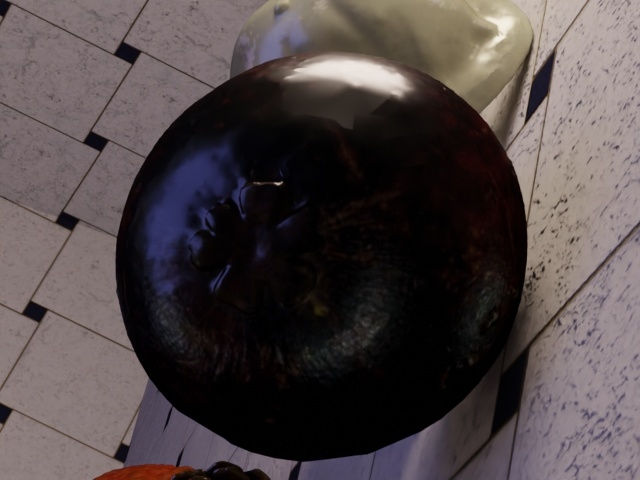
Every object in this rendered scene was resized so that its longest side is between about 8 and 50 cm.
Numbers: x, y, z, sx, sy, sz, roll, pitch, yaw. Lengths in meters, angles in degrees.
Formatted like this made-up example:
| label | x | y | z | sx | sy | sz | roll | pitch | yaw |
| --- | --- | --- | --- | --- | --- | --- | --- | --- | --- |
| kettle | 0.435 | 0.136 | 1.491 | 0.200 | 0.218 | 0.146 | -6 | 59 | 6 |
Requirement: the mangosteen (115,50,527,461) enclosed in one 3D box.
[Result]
| label | x | y | z | sx | sy | sz | roll | pitch | yaw |
| --- | --- | --- | --- | --- | --- | --- | --- | --- | --- |
| mangosteen | 0.008 | 0.012 | 1.289 | 0.330 | 0.330 | 0.330 | -160 | 90 | -82 |

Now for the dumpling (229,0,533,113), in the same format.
| label | x | y | z | sx | sy | sz | roll | pitch | yaw |
| --- | --- | --- | --- | --- | --- | --- | --- | --- | --- |
| dumpling | 0.027 | -0.133 | 1.542 | 0.318 | 0.187 | 0.243 | -18 | 39 | 26 |

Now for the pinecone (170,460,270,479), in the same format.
| label | x | y | z | sx | sy | sz | roll | pitch | yaw |
| --- | --- | --- | --- | --- | --- | --- | --- | --- | --- |
| pinecone | -0.106 | 0.317 | 1.740 | 0.212 | 0.168 | 0.186 | 81 | -167 | -80 |

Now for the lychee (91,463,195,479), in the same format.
| label | x | y | z | sx | sy | sz | roll | pitch | yaw |
| --- | --- | --- | --- | --- | --- | --- | --- | --- | --- |
| lychee | -0.209 | 0.384 | 1.989 | 0.300 | 0.255 | 0.255 | -40 | 20 | 20 |
